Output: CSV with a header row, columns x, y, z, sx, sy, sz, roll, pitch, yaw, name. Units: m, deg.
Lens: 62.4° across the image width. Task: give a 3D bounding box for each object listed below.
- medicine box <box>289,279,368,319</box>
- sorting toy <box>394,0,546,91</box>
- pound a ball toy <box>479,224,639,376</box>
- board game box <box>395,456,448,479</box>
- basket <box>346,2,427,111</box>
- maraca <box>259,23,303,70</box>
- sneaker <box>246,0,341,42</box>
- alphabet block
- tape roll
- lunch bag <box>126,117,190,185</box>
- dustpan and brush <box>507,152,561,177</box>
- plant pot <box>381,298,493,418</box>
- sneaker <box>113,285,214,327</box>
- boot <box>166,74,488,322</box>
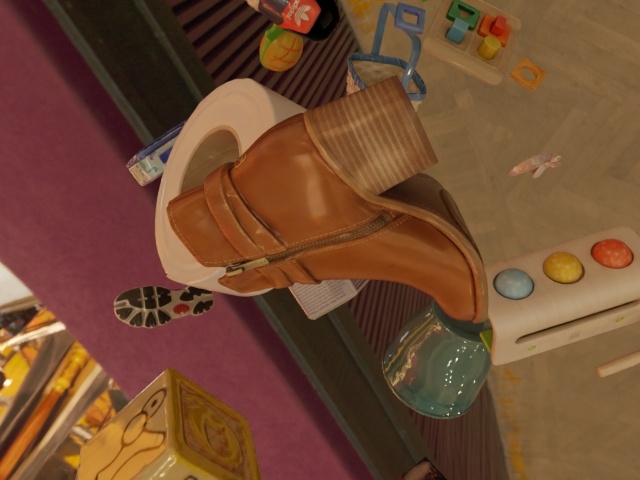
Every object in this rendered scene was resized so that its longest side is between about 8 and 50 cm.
x,y,z,sx,sy,sz,roll,pitch,yaw,name
0.000,0.000,1.297,0.149,0.263,0.289,-34,90,27,medicine box
0.326,-0.436,1.103,0.347,0.196,0.047,26,155,-1,sorting toy
0.399,0.092,0.788,0.319,0.208,0.136,-16,134,-3,pound a ball toy
0.063,0.367,0.615,0.243,0.165,0.042,-35,89,-8,board game box
0.177,-0.452,1.418,0.201,0.255,0.289,-3,137,-12,basket
-0.098,-0.502,1.346,0.099,0.127,0.186,53,163,9,maraca
-0.019,-0.459,1.026,0.148,0.350,0.131,37,123,-4,sneaker
-0.226,0.352,0.797,0.197,0.192,0.193,-42,121,4,alphabet block
-0.116,-0.068,0.725,0.100,0.286,0.286,18,137,-42,tape roll
-0.411,-0.244,1.442,0.090,0.219,0.176,56,154,-17,lunch bag
0.660,-0.227,1.571,0.147,0.060,0.211,-12,163,-1,dustpan and brush
0.326,0.272,1.369,0.271,0.272,0.255,18,128,1,plant pot
-0.264,0.112,0.893,0.169,0.068,0.071,0,168,-40,sneaker
0.022,0.014,0.483,0.220,0.109,0.283,-26,134,14,boot
